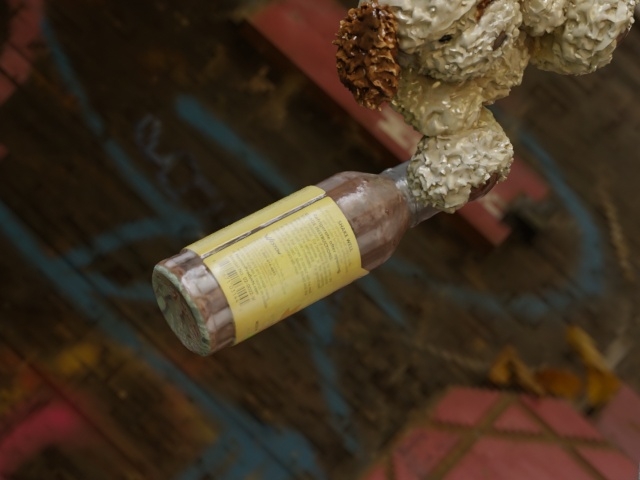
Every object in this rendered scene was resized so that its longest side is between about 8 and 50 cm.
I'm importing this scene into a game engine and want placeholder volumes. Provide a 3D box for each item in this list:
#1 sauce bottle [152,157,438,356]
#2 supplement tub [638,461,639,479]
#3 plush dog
[{"bbox_3d":[0.000,0.000,1.749,0.344,0.111,0.111,-26,-15,-22],"label":"sauce bottle"},{"bbox_3d":[0.347,0.182,1.253,0.199,0.144,0.144,-12,-18,-14],"label":"supplement tub"},{"bbox_3d":[0.110,-0.188,1.429,0.262,0.210,0.225,-47,-24,-4],"label":"plush dog"}]
